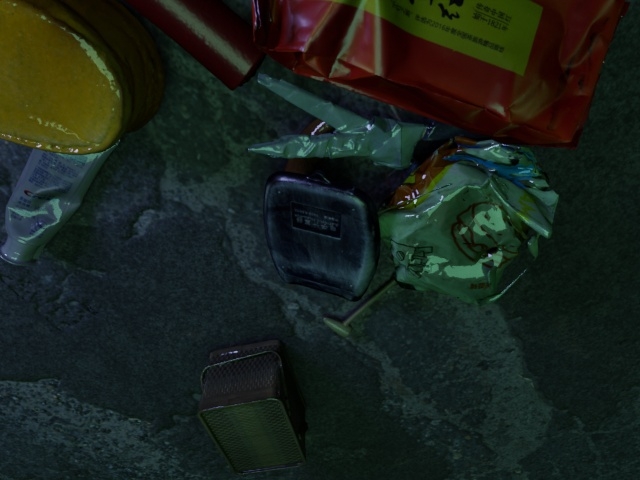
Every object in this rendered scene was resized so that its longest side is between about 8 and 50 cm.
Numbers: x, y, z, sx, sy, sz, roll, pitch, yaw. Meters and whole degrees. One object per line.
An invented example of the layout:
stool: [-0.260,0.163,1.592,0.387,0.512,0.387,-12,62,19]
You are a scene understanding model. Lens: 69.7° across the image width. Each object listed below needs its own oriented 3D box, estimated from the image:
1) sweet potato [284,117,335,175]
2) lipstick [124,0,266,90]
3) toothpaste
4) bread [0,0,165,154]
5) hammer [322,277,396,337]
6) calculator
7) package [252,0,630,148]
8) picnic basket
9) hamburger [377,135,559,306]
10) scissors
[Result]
sweet potato: [-0.026,-0.079,0.687,0.078,0.058,0.255,-9,133,-23]
lipstick: [-0.171,-0.276,0.524,0.241,0.080,0.080,35,117,-24]
toothpaste: [-0.397,-0.075,0.678,0.096,0.061,0.266,32,111,-21]
bread: [-0.322,-0.210,0.524,0.269,0.143,0.195,21,124,-15]
hammer: [0.085,0.105,0.846,0.060,0.028,0.195,37,113,-18]
calculator: [0.000,0.000,0.675,0.177,0.040,0.268,13,139,14]
package: [0.127,-0.240,0.501,0.423,0.123,0.196,12,99,-16]
picnic basket: [-0.127,0.342,0.930,0.165,0.139,0.267,-11,126,5]
hamburger: [0.214,0.000,0.663,0.260,0.150,0.276,-26,135,11]
scissors: [0.091,-0.138,0.625,0.383,0.029,0.256,8,125,-22]
